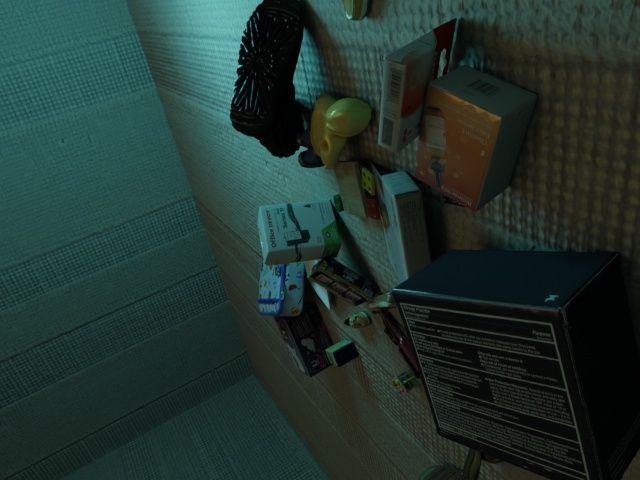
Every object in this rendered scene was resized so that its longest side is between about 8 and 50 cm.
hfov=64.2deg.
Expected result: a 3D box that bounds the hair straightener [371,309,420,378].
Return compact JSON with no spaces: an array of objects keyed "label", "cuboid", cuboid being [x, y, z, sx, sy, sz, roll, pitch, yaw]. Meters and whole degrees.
[{"label":"hair straightener","cuboid":[0.209,0.279,1.381,0.230,0.047,0.089,50,154,35]}]

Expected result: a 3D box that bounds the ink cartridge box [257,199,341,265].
[{"label":"ink cartridge box","cuboid":[-0.063,-0.023,1.423,0.087,0.208,0.153,109,151,-61]}]

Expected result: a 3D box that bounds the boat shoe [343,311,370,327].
[{"label":"boat shoe","cuboid":[0.112,0.253,1.583,0.050,0.045,0.135,63,159,5]}]

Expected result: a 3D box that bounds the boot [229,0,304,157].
[{"label":"boot","cuboid":[-0.101,-0.391,1.260,0.131,0.348,0.260,20,-175,17]}]

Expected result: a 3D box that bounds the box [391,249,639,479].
[{"label":"box","cuboid":[0.309,0.178,0.798,0.296,0.182,0.294,1,115,53]}]

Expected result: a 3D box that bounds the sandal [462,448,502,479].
[{"label":"sandal","cuboid":[0.375,0.434,1.110,0.086,0.120,0.303,19,139,24]}]

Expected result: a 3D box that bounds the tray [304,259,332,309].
[{"label":"tray","cuboid":[-0.005,0.115,1.686,0.145,0.030,0.270,53,165,31]}]

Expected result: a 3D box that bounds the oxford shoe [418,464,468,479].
[{"label":"oxford shoe","cuboid":[0.399,0.733,1.315,0.397,0.140,0.147,21,139,64]}]

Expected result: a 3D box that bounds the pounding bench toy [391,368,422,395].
[{"label":"pounding bench toy","cuboid":[0.239,0.385,1.401,0.052,0.065,0.083,58,157,19]}]

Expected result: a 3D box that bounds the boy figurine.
[{"label":"boy figurine","cuboid":[0.021,-0.261,1.175,0.285,0.092,0.177,155,110,-66]}]

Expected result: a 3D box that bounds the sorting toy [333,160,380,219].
[{"label":"sorting toy","cuboid":[0.090,-0.127,1.203,0.274,0.046,0.132,-156,49,-69]}]

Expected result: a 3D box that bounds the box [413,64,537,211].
[{"label":"box","cuboid":[0.228,-0.155,0.778,0.130,0.091,0.171,37,145,32]}]

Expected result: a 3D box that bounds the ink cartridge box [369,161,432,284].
[{"label":"ink cartridge box","cuboid":[0.180,-0.021,1.117,0.239,0.060,0.275,-101,-3,-64]}]

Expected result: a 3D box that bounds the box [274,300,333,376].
[{"label":"box","cuboid":[-0.060,0.380,1.990,0.163,0.142,0.247,-8,106,68]}]

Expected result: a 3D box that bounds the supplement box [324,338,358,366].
[{"label":"supplement box","cuboid":[0.073,0.390,1.771,0.056,0.083,0.083,68,160,-5]}]

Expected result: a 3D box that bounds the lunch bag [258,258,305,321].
[{"label":"lunch bag","cuboid":[-0.149,0.174,1.887,0.303,0.114,0.243,163,114,-68]}]

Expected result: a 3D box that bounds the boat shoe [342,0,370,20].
[{"label":"boat shoe","cuboid":[0.044,-0.485,0.904,0.068,0.072,0.190,44,150,43]}]

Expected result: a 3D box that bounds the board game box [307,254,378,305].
[{"label":"board game box","cuboid":[0.060,0.117,1.444,0.170,0.048,0.141,32,160,-7]}]

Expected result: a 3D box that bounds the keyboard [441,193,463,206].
[{"label":"keyboard","cuboid":[0.231,-0.146,0.906,0.108,0.023,0.180,18,130,62]}]

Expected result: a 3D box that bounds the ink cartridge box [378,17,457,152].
[{"label":"ink cartridge box","cuboid":[0.160,-0.235,0.774,0.045,0.179,0.145,35,146,31]}]

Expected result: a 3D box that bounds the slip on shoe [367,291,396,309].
[{"label":"slip on shoe","cuboid":[0.165,0.163,1.367,0.135,0.051,0.041,142,132,-73]}]
